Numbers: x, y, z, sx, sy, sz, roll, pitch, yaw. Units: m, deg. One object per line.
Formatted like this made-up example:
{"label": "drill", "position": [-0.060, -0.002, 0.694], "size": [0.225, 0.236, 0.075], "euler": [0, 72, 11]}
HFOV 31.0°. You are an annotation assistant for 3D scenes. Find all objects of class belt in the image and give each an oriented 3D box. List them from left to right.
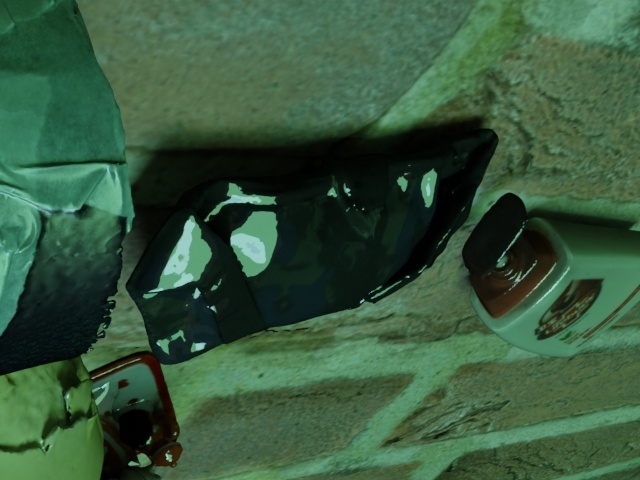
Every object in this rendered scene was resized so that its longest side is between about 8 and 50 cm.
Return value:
{"label": "belt", "position": [-0.144, -0.025, 0.494], "size": [0.078, 0.151, 0.198], "euler": [-12, 136, -32]}

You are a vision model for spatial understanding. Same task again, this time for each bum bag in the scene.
{"label": "bum bag", "position": [0.000, 0.000, 0.758], "size": [0.310, 0.074, 0.137], "euler": [-14, 136, -40]}

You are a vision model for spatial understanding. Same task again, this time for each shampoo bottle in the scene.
{"label": "shampoo bottle", "position": [0.198, 0.029, 1.004], "size": [0.153, 0.071, 0.284], "euler": [-43, 151, 18]}

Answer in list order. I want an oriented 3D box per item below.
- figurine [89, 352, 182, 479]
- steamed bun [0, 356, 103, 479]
{"label": "figurine", "position": [-0.149, 0.235, 0.829], "size": [0.183, 0.226, 0.160], "euler": [-25, 150, -13]}
{"label": "steamed bun", "position": [-0.250, 0.131, 0.624], "size": [0.273, 0.166, 0.232], "euler": [-22, 152, -17]}
